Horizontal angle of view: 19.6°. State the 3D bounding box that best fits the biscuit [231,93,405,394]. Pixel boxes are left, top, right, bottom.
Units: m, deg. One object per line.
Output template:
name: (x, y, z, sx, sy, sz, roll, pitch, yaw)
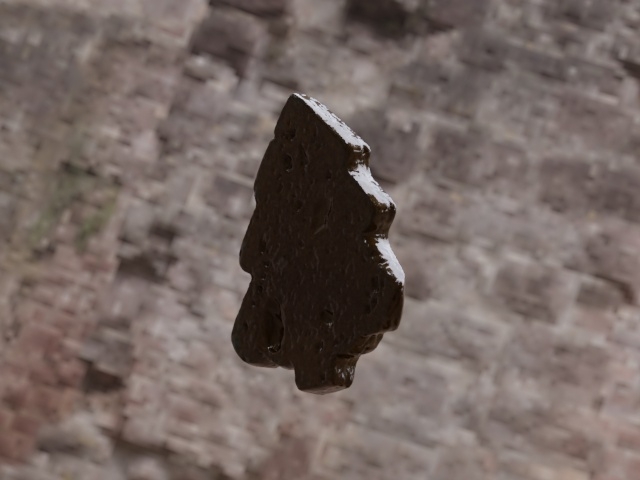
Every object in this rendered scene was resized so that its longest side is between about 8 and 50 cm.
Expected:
biscuit: (0.000, 0.000, 0.783, 0.019, 0.130, 0.119, 5, -14, -37)
